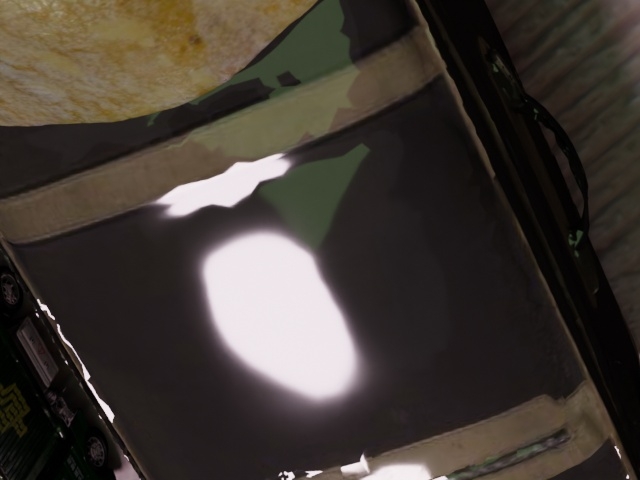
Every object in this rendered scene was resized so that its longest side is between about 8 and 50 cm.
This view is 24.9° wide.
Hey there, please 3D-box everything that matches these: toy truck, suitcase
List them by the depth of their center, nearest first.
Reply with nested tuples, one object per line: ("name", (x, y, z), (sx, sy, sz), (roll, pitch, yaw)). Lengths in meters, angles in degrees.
("suitcase", (0.000, 0.000, 0.769), (0.283, 0.194, 0.434), (-19, 114, 20))
("toy truck", (-0.223, 0.092, 0.905), (0.088, 0.121, 0.259), (-17, 113, 21))

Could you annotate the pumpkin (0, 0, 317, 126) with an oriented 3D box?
("pumpkin", (-0.139, -0.219, 0.586), (0.332, 0.199, 0.332), (-3, 80, 20))
